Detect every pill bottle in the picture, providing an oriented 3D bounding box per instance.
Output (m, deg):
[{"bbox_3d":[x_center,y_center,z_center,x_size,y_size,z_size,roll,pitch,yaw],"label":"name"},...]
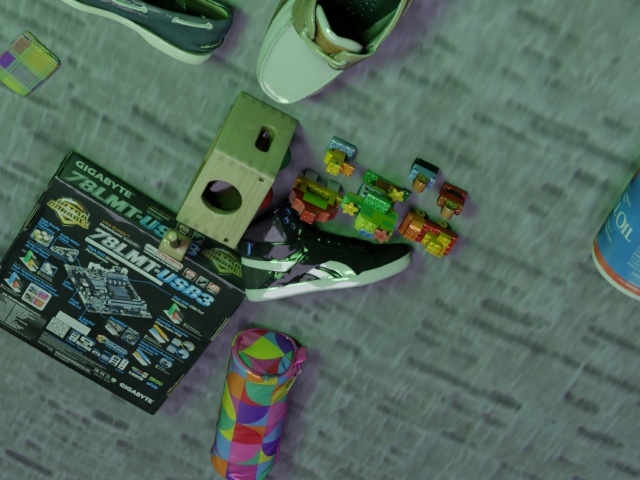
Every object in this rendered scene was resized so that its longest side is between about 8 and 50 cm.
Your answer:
[{"bbox_3d":[0.412,-0.042,1.935,0.124,0.124,0.221,24,128,-3],"label":"pill bottle"}]

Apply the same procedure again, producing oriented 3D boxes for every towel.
[{"bbox_3d":[-0.367,-0.218,2.089,0.060,0.009,0.083,40,127,-17],"label":"towel"}]

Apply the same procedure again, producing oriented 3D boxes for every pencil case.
[{"bbox_3d":[-0.088,0.228,2.303,0.104,0.104,0.236,17,131,2],"label":"pencil case"}]

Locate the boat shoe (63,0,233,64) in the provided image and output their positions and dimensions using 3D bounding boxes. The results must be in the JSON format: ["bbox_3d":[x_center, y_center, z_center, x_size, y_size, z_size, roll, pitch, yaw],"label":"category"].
[{"bbox_3d":[-0.221,-0.292,1.936,0.254,0.095,0.079,30,130,-10],"label":"boat shoe"}]

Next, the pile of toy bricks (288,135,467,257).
[{"bbox_3d":[0.072,-0.037,2.045,0.212,0.105,0.118,25,129,-4],"label":"pile of toy bricks"}]

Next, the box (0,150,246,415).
[{"bbox_3d":[-0.276,0.064,2.243,0.295,0.073,0.293,31,128,-9],"label":"box"}]

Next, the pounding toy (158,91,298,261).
[{"bbox_3d":[-0.118,-0.041,2.046,0.094,0.181,0.206,27,129,-6],"label":"pounding toy"}]

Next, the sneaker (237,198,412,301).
[{"bbox_3d":[0.000,0.000,2.114,0.217,0.079,0.121,-12,102,4],"label":"sneaker"}]

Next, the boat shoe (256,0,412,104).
[{"bbox_3d":[0.018,-0.251,1.896,0.113,0.103,0.302,34,128,-11],"label":"boat shoe"}]
